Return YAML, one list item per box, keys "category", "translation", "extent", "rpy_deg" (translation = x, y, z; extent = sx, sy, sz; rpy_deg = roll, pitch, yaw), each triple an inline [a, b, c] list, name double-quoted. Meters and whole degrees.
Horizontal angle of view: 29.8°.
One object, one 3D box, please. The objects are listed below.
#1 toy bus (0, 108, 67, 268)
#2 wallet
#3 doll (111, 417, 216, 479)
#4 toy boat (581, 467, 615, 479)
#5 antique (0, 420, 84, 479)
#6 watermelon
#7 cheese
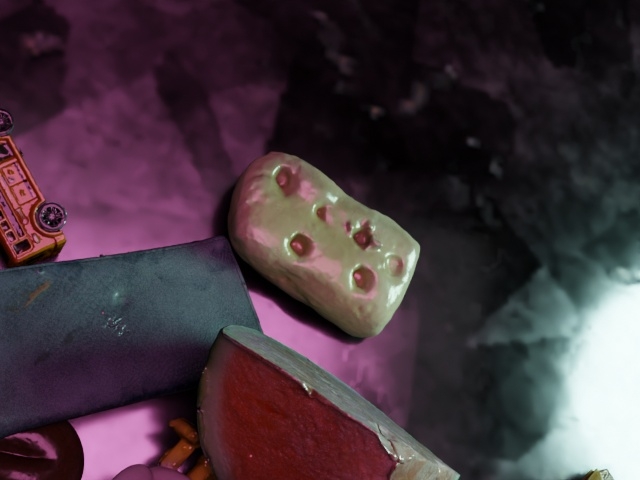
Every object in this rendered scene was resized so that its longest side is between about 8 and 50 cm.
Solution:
- category: "toy bus"
  translation: [-0.379, -0.064, 1.438]
  extent: [0.088, 0.083, 0.195]
  rpy_deg: [-28, 87, -22]
- category: "wallet"
  translation: [-0.235, 0.104, 1.403]
  extent: [0.379, 0.046, 0.191]
  rpy_deg: [-9, 74, -38]
- category: "doll"
  translation: [-0.243, 0.368, 1.345]
  extent: [0.365, 0.094, 0.160]
  rpy_deg: [-45, 134, -22]
- category: "toy boat"
  translation: [0.393, 0.376, 1.602]
  extent: [0.049, 0.047, 0.149]
  rpy_deg: [-20, 82, -23]
- category: "antique"
  translation: [-0.379, 0.218, 1.344]
  extent: [0.257, 0.121, 0.143]
  rpy_deg: [39, 67, -7]
- category: "watermelon"
  translation: [-0.017, 0.272, 1.410]
  extent: [0.292, 0.319, 0.222]
  rpy_deg: [31, 88, 15]
- category: "cheese"
  translation: [0.001, -0.001, 1.543]
  extent: [0.263, 0.093, 0.159]
  rpy_deg: [33, 65, -12]
